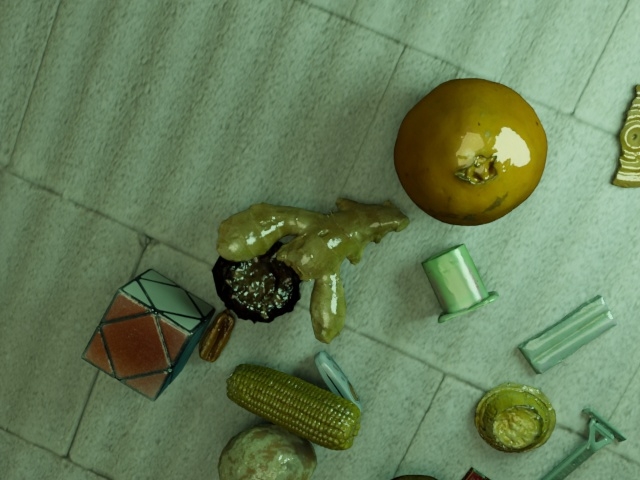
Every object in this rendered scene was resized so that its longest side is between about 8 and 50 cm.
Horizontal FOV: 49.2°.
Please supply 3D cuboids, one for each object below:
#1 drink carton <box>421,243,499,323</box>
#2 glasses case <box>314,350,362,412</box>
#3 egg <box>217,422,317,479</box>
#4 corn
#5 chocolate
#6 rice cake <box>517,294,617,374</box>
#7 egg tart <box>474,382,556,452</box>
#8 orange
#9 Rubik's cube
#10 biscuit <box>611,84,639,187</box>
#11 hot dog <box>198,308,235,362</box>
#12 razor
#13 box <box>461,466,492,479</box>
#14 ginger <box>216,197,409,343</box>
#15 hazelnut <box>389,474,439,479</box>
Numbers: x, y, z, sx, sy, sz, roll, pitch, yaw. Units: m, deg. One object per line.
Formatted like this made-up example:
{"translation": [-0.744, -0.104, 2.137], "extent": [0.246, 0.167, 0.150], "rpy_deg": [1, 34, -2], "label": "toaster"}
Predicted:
{"translation": [0.307, 0.090, 1.589], "extent": [0.146, 0.144, 0.143], "rpy_deg": [-26, 86, 11], "label": "drink carton"}
{"translation": [0.043, 0.348, 1.701], "extent": [0.045, 0.067, 0.179], "rpy_deg": [-33, 94, 12], "label": "glasses case"}
{"translation": [-0.130, 0.545, 1.698], "extent": [0.245, 0.203, 0.204], "rpy_deg": [-14, 98, 3], "label": "egg"}
{"translation": [-0.067, 0.388, 1.666], "extent": [0.344, 0.131, 0.131], "rpy_deg": [19, 103, 23], "label": "corn"}
{"translation": [-0.155, 0.103, 1.630], "extent": [0.224, 0.177, 0.206], "rpy_deg": [31, 103, 0], "label": "chocolate"}
{"translation": [0.572, 0.218, 1.617], "extent": [0.226, 0.040, 0.085], "rpy_deg": [-37, 93, 13], "label": "rice cake"}
{"translation": [0.461, 0.430, 1.657], "extent": [0.191, 0.074, 0.192], "rpy_deg": [2, 103, 9], "label": "egg tart"}
{"translation": [0.307, -0.182, 1.452], "extent": [0.311, 0.312, 0.313], "rpy_deg": [1, 101, 8], "label": "orange"}
{"translation": [-0.404, 0.220, 1.671], "extent": [0.207, 0.205, 0.205], "rpy_deg": [30, 103, 0], "label": "Rubik's cube"}
{"translation": [0.722, -0.216, 1.521], "extent": [0.144, 0.033, 0.225], "rpy_deg": [13, 103, 6], "label": "biscuit"}
{"translation": [-0.257, 0.236, 1.737], "extent": [0.062, 0.038, 0.144], "rpy_deg": [26, 101, -10], "label": "hot dog"}
{"translation": [0.590, 0.532, 1.664], "extent": [0.111, 0.056, 0.278], "rpy_deg": [39, 103, -2], "label": "razor"}
{"translation": [0.392, 0.603, 1.722], "extent": [0.082, 0.023, 0.052], "rpy_deg": [33, 104, 1], "label": "box"}
{"translation": [-0.013, -0.006, 1.592], "extent": [0.363, 0.122, 0.348], "rpy_deg": [39, 77, 2], "label": "ginger"}
{"translation": [0.224, 0.687, 1.671], "extent": [0.229, 0.229, 0.230], "rpy_deg": [1, 101, 8], "label": "hazelnut"}
